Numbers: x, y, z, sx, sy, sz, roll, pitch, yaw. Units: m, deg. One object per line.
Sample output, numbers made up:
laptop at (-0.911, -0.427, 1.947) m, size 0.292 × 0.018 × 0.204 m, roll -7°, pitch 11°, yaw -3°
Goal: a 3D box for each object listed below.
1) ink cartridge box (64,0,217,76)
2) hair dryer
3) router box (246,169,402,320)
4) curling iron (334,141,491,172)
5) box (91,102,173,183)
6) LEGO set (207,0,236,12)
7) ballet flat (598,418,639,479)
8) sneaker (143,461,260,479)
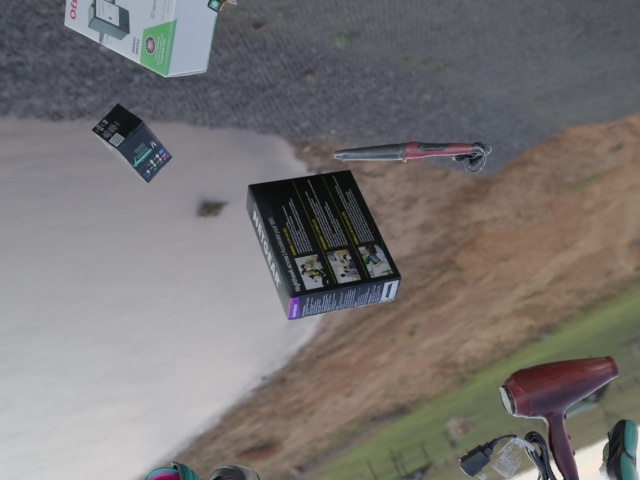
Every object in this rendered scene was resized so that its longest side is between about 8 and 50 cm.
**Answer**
ink cartridge box at (-0.336, -0.456, 1.716) m, size 0.122 × 0.289 × 0.211 m, roll -24°, pitch 135°, yaw -50°
hair dryer at (0.373, 0.299, 1.487) m, size 0.293 × 0.224 × 0.080 m, roll -55°, pitch -161°, yaw 4°
router box at (0.000, 0.000, 1.073) m, size 0.133 × 0.178 × 0.046 m, roll -9°, pitch 141°, yaw -17°
curling iron at (0.158, -0.146, 1.595) m, size 0.274 × 0.035 × 0.068 m, roll 0°, pitch 145°, yaw 12°
box at (-0.243, -0.125, 1.194) m, size 0.052 × 0.062 × 0.083 m, roll -48°, pitch 146°, yaw -9°
LEGO set at (-0.214, -0.454, 1.472) m, size 0.183 × 0.244 × 0.060 m, roll 14°, pitch 126°, yaw -27°
ballet flat at (0.568, 0.423, 1.750) m, size 0.074 × 0.074 × 0.203 m, roll -37°, pitch -168°, yaw 33°
sneaker at (-0.190, 0.395, 1.389) m, size 0.123 × 0.179 × 0.295 m, roll -65°, pitch -166°, yaw -1°
